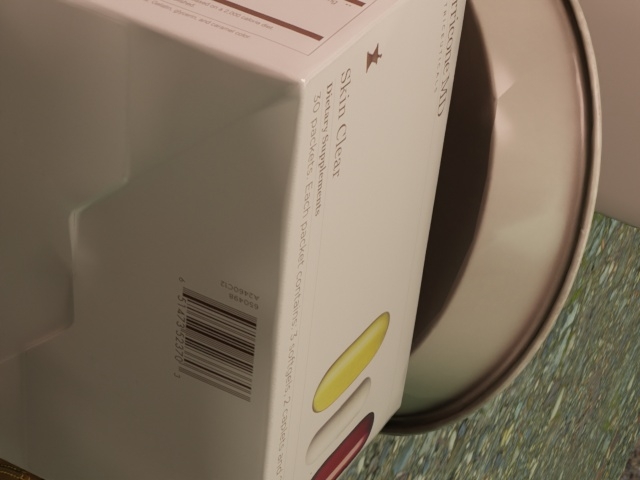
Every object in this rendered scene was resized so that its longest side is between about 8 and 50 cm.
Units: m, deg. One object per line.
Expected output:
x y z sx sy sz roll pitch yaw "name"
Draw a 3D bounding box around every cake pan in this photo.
0.026 -0.044 0.936 0.054 0.293 0.293 5 109 -37 "cake pan"

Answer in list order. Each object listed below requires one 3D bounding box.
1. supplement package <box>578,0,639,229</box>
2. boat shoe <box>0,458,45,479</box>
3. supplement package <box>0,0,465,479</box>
0.148 -0.151 1.062 0.175 0.293 0.177 -49 154 -40 "supplement package"
-0.160 0.147 0.931 0.064 0.060 0.178 -63 159 -12 "boat shoe"
-0.068 -0.022 0.781 0.145 0.204 0.262 -46 150 -46 "supplement package"
